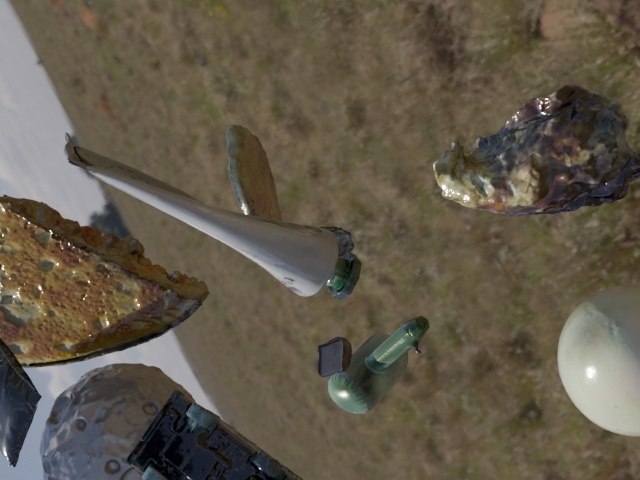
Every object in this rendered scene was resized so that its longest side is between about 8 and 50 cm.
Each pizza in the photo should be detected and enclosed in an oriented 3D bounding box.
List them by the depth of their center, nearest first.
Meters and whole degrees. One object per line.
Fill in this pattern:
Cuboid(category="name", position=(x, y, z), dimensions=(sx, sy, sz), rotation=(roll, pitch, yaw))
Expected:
Cuboid(category="pizza", position=(-0.466, 0.051, 1.844), dimensions=(0.130, 0.439, 0.406), rotation=(-91, -22, -56))

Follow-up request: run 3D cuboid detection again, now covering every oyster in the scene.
Cuboid(category="oyster", position=(0.343, -0.116, 1.501), dimensions=(0.275, 0.271, 0.100), rotation=(35, -158, -2))
Cuboid(category="oyster", position=(0.000, 0.000, 1.964), dimensions=(0.132, 0.086, 0.029), rotation=(24, -170, 0))

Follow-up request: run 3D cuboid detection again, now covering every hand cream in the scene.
Cuboid(category="hand cream", position=(-0.107, -0.024, 1.009), dimensions=(0.336, 0.076, 0.121), rotation=(25, -177, -24))

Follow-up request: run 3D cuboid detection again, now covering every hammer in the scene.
Cuboid(category="hammer", position=(0.152, 0.247, 2.135), dimensions=(0.119, 0.206, 0.335), rotation=(45, 143, 4))

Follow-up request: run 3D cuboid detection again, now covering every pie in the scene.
Cuboid(category="pie", position=(-0.115, -0.097, 1.698), dimensions=(0.185, 0.052, 0.218), rotation=(14, -119, -82))

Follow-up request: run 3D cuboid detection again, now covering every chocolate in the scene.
Cuboid(category="chocolate", position=(0.027, 0.202, 1.687), dimensions=(0.100, 0.031, 0.065), rotation=(145, 133, -58))

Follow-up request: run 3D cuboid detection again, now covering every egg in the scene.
Cuboid(category="egg", position=(0.587, 0.221, 1.862), dimensions=(0.283, 0.283, 0.345), rotation=(55, -169, 32))

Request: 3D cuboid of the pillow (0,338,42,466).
Cuboid(category="pillow", position=(-0.491, 0.225, 1.507), dimensions=(0.208, 0.055, 0.141), rotation=(39, 118, 38))

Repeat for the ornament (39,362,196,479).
Cuboid(category="ornament", position=(-0.392, 0.420, 1.998), dimensions=(0.337, 0.337, 0.337), rotation=(58, 171, 14))

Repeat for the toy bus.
Cuboid(category="toy bus", position=(-0.138, 0.409, 1.647), dimensions=(0.323, 0.162, 0.194), rotation=(30, 169, 27))
